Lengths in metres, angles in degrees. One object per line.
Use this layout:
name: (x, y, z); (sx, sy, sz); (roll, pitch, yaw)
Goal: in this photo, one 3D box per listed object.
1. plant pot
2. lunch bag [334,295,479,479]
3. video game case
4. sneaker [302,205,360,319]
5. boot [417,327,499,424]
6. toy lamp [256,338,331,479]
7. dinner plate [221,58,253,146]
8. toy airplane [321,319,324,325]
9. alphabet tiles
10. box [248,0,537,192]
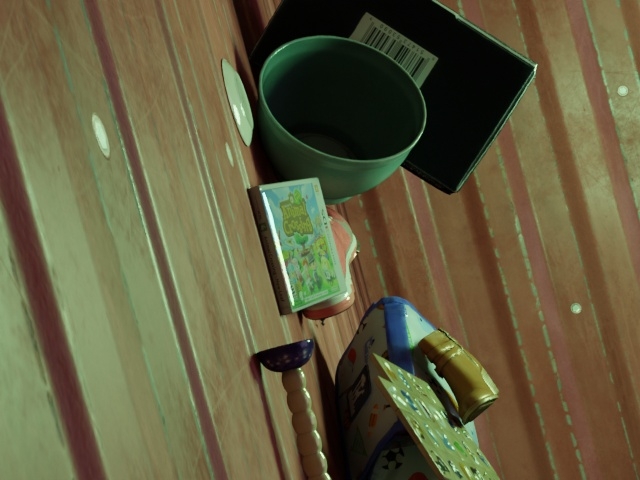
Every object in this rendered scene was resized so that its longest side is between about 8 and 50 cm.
plant pot: (0.017, -0.186, 2.001); (0.196, 0.293, 0.293); (111, -26, -50)
lunch bag: (0.154, 0.335, 2.004); (0.328, 0.238, 0.386); (-95, 174, -50)
video game case: (-0.030, 0.003, 1.756); (0.212, 0.023, 0.193); (-15, 90, -65)
sneaker: (0.001, 0.000, 1.977); (0.314, 0.115, 0.136); (-96, 168, -60)
boot: (0.217, 0.218, 1.870); (0.152, 0.073, 0.197); (49, 10, 7)
toy lamp: (-0.007, 0.257, 1.347); (0.080, 0.080, 0.275); (34, 41, -82)
dinner plate: (-0.126, -0.217, 1.782); (0.141, 0.017, 0.141); (-17, 90, -85)
toy airplane: (-0.009, 0.085, 2.107); (0.151, 0.028, 0.151); (-14, 90, -87)
alphabet tiles: (0.188, 0.299, 1.662); (0.285, 0.011, 0.342); (56, 11, 30)
box: (0.151, -0.337, 2.338); (0.479, 0.297, 0.472); (33, 5, 3)
